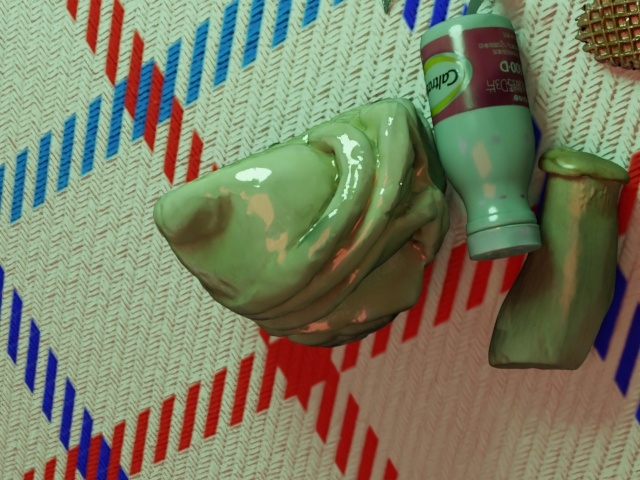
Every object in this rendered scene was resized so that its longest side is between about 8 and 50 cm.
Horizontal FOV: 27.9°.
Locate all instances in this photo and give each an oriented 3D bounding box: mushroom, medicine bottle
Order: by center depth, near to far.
[{"bbox_3d":[0.151,-0.093,1.183,0.090,0.090,0.216,-14,79,28],"label":"medicine bottle"},{"bbox_3d":[0.231,0.034,1.221,0.096,0.108,0.247,4,115,-15],"label":"mushroom"}]

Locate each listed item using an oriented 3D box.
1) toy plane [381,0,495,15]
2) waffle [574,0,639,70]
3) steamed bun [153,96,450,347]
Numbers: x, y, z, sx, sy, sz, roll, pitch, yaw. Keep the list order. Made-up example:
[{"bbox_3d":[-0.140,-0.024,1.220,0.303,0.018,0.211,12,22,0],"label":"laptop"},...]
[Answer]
[{"bbox_3d":[0.106,-0.307,1.192,0.226,0.058,0.226,53,135,1],"label":"toy plane"},{"bbox_3d":[0.273,-0.194,1.168,0.083,0.029,0.075,30,115,16],"label":"waffle"},{"bbox_3d":[0.000,0.000,1.207,0.268,0.280,0.207,-23,94,8],"label":"steamed bun"}]
